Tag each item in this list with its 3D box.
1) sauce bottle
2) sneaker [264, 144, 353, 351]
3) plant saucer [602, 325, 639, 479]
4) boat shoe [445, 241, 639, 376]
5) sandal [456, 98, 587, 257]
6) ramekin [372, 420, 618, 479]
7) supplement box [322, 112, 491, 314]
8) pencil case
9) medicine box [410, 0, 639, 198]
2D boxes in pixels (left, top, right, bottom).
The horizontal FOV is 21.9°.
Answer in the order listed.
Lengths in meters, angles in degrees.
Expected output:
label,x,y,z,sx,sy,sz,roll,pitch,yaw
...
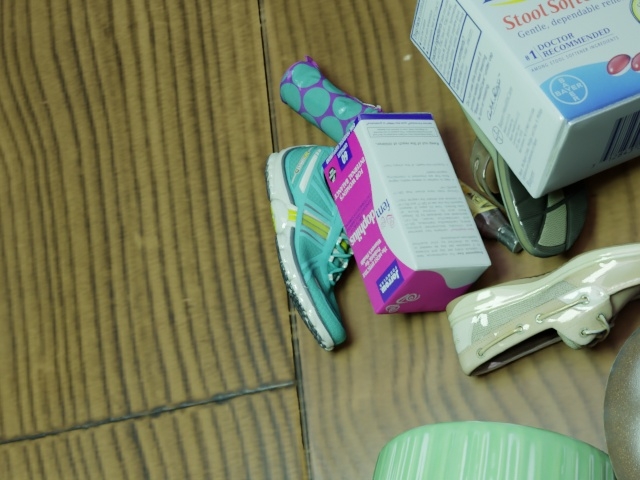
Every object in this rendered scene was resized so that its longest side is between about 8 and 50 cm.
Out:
label,x,y,z,sx,sy,sz,roll,pitch,yaw
sauce bottle,0.196,-0.031,2.014,0.128,0.042,0.042,38,84,25
sneaker,0.000,0.000,2.035,0.110,0.107,0.275,-11,65,3
plant saucer,0.445,0.191,1.696,0.310,0.050,0.310,3,65,-8
boat shoe,0.295,0.080,1.903,0.302,0.109,0.098,-18,69,17
sandal,0.230,-0.102,2.009,0.120,0.086,0.303,0,53,-31
ramekin,0.186,0.305,1.741,0.303,0.303,0.148,0,61,18
supplement box,0.101,-0.033,1.984,0.114,0.111,0.220,-3,59,-31
pencil case,0.017,-0.171,2.116,0.151,0.064,0.070,37,99,27
medicine box,0.295,-0.234,1.950,0.263,0.149,0.289,-22,60,-21
